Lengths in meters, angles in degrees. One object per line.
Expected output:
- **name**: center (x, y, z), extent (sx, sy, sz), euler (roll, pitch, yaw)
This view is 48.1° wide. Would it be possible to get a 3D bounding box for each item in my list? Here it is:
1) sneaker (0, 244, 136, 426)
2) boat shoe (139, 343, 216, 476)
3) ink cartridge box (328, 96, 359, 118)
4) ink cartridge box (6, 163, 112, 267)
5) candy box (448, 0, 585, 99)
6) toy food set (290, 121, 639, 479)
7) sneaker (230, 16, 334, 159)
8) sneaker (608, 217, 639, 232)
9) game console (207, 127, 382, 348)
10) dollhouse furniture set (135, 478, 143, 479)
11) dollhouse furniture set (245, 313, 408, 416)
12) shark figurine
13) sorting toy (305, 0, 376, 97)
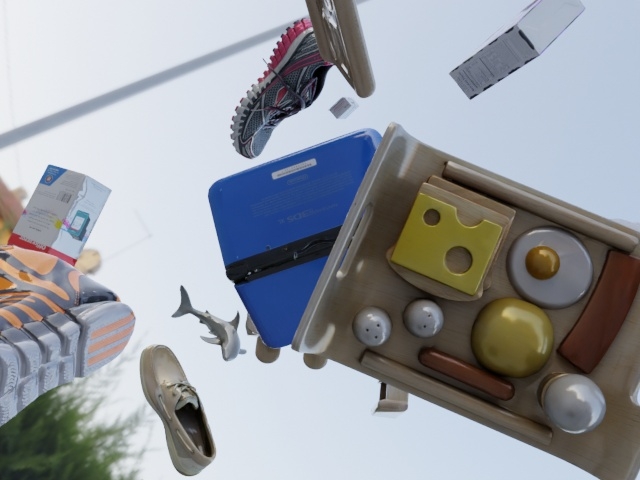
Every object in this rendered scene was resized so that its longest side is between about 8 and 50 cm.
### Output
- **sneaker**: center (-0.384, 0.108, 0.804), extent (0.180, 0.321, 0.124), euler (33, -62, 25)
- **boat shoe**: center (-0.302, 0.350, 1.552), extent (0.098, 0.109, 0.302), euler (-42, -119, 37)
- **ink cartridge box**: center (0.053, -0.303, 1.647), extent (0.048, 0.083, 0.028), euler (-41, -95, 21)
- **ink cartridge box**: center (-0.537, -0.028, 1.452), extent (0.134, 0.231, 0.078), euler (16, -13, 35)
- **candy box**: center (0.350, -0.357, 1.294), extent (0.070, 0.165, 0.196), euler (49, -27, -7)
- **toy food set**: center (0.157, 0.053, 0.616), extent (0.306, 0.219, 0.092), euler (23, -1, 3)
- **sneaker**: center (-0.073, -0.276, 1.389), extent (0.112, 0.121, 0.299), euler (41, -63, 10)
- **sneaker**: center (0.592, 0.057, 1.279), extent (0.101, 0.269, 0.153), euler (-119, -137, -67)
- **game console**: center (0.000, 0.000, 1.150), extent (0.173, 0.293, 0.250), euler (62, 10, -65)
- **dollhouse furniture set**: center (-0.363, 0.466, 1.126), extent (0.101, 0.182, 0.161), euler (63, -3, 15)
- **dollhouse furniture set**: center (0.013, 0.268, 1.727), extent (0.394, 0.256, 0.362), euler (7, -20, 0)
- **shark figurine**: center (-0.287, 0.234, 2.057), extent (0.278, 0.166, 0.116), euler (38, -76, 31)
- **sorting toy**: center (0.020, -0.304, 0.944), extent (0.208, 0.038, 0.193), euler (-119, -170, -60)
